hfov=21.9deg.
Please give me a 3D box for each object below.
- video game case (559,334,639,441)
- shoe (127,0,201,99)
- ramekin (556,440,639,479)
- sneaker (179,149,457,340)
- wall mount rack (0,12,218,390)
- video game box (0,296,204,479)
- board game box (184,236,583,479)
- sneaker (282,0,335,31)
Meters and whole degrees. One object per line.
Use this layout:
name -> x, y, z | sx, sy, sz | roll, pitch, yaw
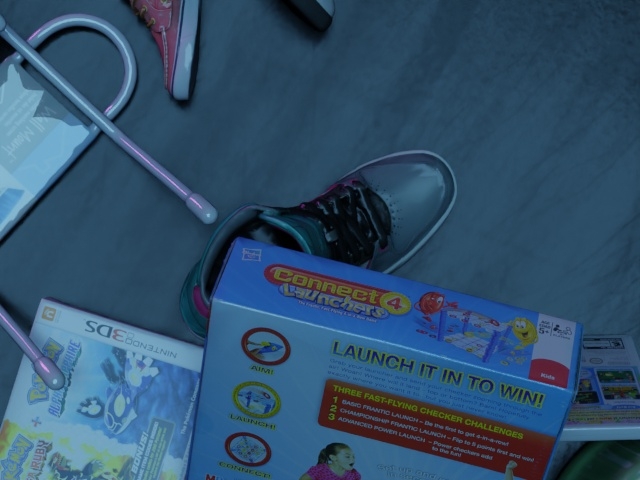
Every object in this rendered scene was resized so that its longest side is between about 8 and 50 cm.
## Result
video game case -> 0.227, 0.137, 1.545 | 0.157, 0.143, 0.019 | -1, 123, -3
shoe -> -0.155, -0.222, 1.579 | 0.081, 0.063, 0.178 | 3, 82, -1
ramekin -> 0.359, 0.310, 1.531 | 0.303, 0.148, 0.303 | 0, 88, -2
sneaker -> 0.000, 0.000, 1.514 | 0.295, 0.178, 0.124 | -31, 89, -4
wall mount rack -> -0.275, -0.044, 1.529 | 0.304, 0.130, 0.350 | 42, 87, 0
video game box -> -0.204, 0.176, 1.565 | 0.187, 0.048, 0.205 | 17, 87, 1
board game box -> 0.044, 0.170, 1.449 | 0.308, 0.086, 0.302 | 15, 130, 4
sneaker -> -0.033, -0.341, 1.573 | 0.145, 0.090, 0.270 | -37, 87, -1
